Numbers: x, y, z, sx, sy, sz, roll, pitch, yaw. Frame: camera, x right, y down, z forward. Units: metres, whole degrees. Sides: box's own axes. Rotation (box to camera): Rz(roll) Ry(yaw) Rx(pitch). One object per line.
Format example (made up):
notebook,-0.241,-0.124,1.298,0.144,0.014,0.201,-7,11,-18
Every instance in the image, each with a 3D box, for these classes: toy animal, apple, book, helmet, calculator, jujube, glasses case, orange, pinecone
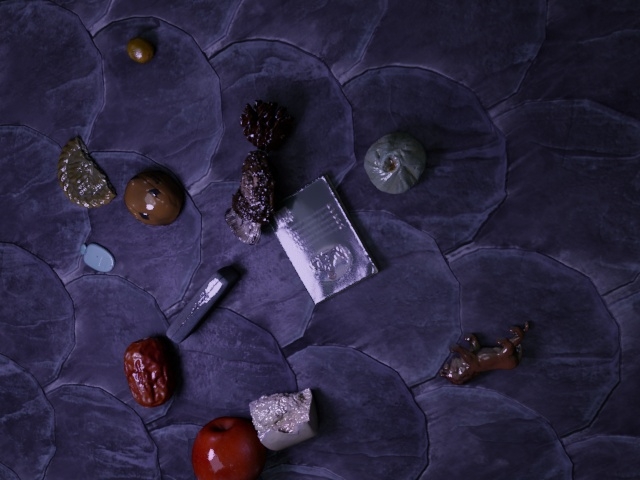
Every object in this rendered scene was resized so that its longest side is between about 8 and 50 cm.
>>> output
toy animal,0.521,0.371,1.756,0.313,0.097,0.157,-14,106,14
apple,-0.319,0.737,1.937,0.261,0.260,0.216,-9,100,16
book,0.000,0.000,1.858,0.260,0.043,0.370,-29,89,19
helmet,-0.601,-0.148,1.947,0.224,0.130,0.198,31,101,10
calculator,-0.844,0.063,2.095,0.153,0.021,0.095,27,103,6
jujube,-0.617,0.476,2.017,0.174,0.174,0.250,-10,92,16
glasses case,-0.413,0.226,1.948,0.074,0.131,0.323,42,106,5
orange,-0.618,-0.652,1.902,0.095,0.085,0.085,32,104,14
pinecone,-0.185,-0.379,1.795,0.165,0.163,0.162,35,105,19

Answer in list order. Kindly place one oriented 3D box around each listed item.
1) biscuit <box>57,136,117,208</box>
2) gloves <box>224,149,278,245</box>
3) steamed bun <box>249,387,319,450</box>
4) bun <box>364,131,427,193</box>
biscuit,-0.888,-0.228,2.057,0.187,0.036,0.273,-38,87,16
gloves,-0.213,-0.149,1.821,0.135,0.210,0.312,10,132,-23
steamed bun,-0.118,0.610,1.907,0.226,0.170,0.199,-26,86,15
bun,0.233,-0.241,1.722,0.196,0.118,0.195,1,95,13
